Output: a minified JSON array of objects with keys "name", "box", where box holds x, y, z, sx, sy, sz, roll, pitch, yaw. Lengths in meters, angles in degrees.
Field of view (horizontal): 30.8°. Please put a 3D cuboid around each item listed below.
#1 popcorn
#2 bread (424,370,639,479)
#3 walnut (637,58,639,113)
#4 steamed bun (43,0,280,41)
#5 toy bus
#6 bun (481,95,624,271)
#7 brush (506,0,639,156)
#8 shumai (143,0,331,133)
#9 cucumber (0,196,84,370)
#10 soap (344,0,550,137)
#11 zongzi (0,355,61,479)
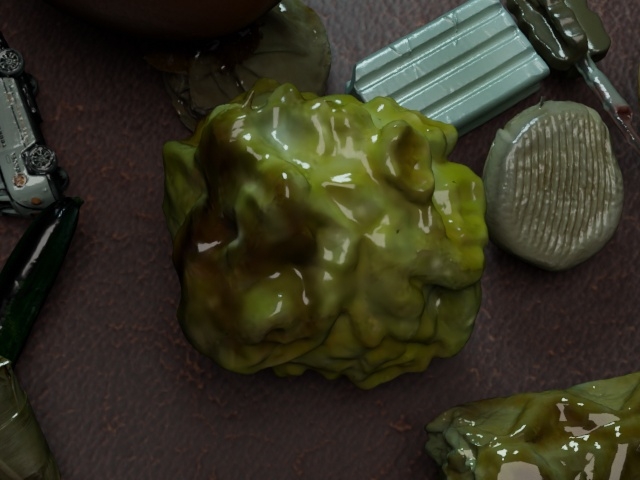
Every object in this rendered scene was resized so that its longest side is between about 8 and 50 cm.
[{"name":"popcorn","box":[0.014,-0.009,1.096,0.312,0.312,0.312,1,73,-5]},{"name":"bread","box":[0.241,0.244,1.083,0.252,0.196,0.238,-18,75,-7]},{"name":"walnut","box":[0.434,-0.171,1.223,0.195,0.195,0.222,6,72,-4]},{"name":"steamed bun","box":[-0.174,-0.336,1.107,0.379,0.248,0.235,26,47,4]},{"name":"toy bus","box":[-0.323,-0.110,1.194,0.089,0.087,0.194,-20,78,-7]},{"name":"bun","box":[0.233,-0.059,1.212,0.166,0.113,0.173,33,84,-19]},{"name":"brush","box":[0.289,-0.177,1.240,0.084,0.071,0.301,3,51,-43]},{"name":"shumai","box":[-0.085,-0.204,1.224,0.201,0.120,0.201,1,74,-2]},{"name":"cucumber","box":[-0.307,0.081,1.138,0.056,0.056,0.284,24,84,2]},{"name":"soap","box":[0.134,-0.173,1.261,0.198,0.066,0.119,-30,77,-13]},{"name":"zongzi","box":[-0.334,0.205,1.056,0.176,0.078,0.160,-34,109,-33]}]
